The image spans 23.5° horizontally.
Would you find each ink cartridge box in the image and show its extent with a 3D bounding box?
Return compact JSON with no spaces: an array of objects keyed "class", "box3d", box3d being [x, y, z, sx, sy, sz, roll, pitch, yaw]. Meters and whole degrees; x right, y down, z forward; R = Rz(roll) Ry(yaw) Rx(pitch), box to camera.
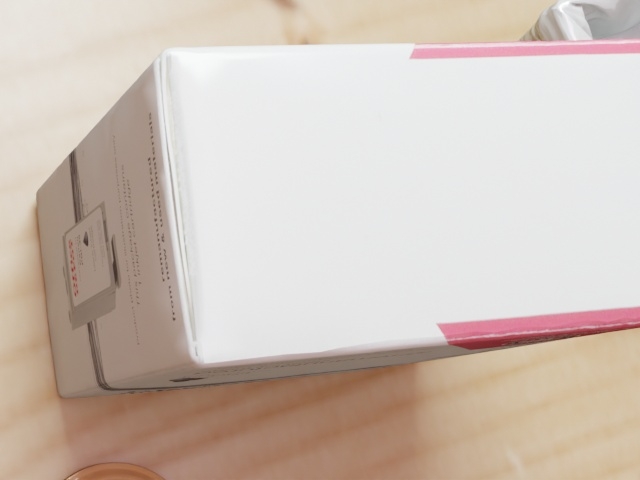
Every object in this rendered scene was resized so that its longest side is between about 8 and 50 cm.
[{"class":"ink cartridge box","box3d":[0.000,0.000,0.688,0.207,0.283,0.117,-4,84,-19]}]

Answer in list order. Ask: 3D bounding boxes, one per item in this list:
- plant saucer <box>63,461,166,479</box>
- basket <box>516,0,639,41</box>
[{"class":"plant saucer","box3d":[-0.102,0.152,0.764,0.083,0.013,0.083,4,78,-17]},{"class":"basket","box3d":[0.196,-0.099,0.871,0.167,0.103,0.113,-26,87,-22]}]
